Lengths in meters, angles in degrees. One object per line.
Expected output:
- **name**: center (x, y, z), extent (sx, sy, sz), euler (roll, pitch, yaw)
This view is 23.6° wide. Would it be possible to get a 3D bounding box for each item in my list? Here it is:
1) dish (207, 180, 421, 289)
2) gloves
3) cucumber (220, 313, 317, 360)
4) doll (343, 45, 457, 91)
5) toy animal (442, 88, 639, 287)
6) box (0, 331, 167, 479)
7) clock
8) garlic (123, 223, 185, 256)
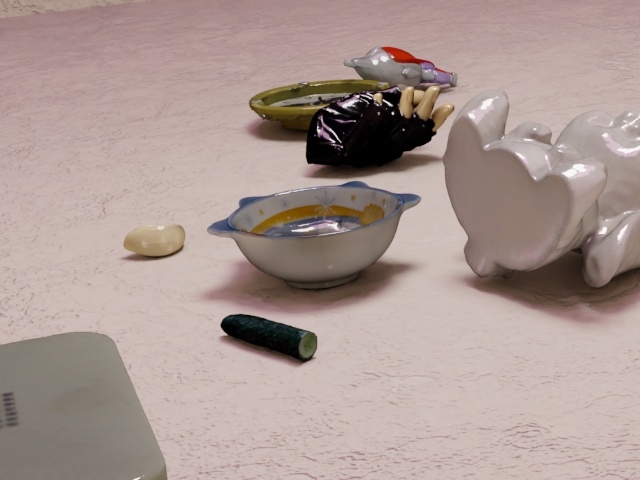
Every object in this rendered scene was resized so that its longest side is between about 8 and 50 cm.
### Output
- **dish**: center (0.000, 0.000, 1.812), extent (0.236, 0.086, 0.228), euler (-1, 18, 14)
- **gloves**: center (0.093, -0.169, 2.218), extent (0.203, 0.124, 0.164), euler (0, 32, 21)
- **cucumber**: center (-0.059, 0.099, 1.625), extent (0.032, 0.032, 0.133), euler (-22, 24, -40)
- **doll**: center (0.133, -0.289, 2.600), extent (0.228, 0.075, 0.102), euler (2, 10, -38)
- **toy animal**: center (0.297, -0.055, 1.754), extent (0.265, 0.206, 0.272), euler (-9, 32, -37)
- **box**: center (-0.335, 0.198, 1.327), extent (0.373, 0.090, 0.367), euler (-11, 18, -12)
- **clock**: center (0.001, -0.215, 2.482), extent (0.237, 0.057, 0.237), euler (-4, 15, 1)
- **garlic**: center (-0.203, -0.002, 1.950), extent (0.083, 0.041, 0.053), euler (-12, 5, -42)
